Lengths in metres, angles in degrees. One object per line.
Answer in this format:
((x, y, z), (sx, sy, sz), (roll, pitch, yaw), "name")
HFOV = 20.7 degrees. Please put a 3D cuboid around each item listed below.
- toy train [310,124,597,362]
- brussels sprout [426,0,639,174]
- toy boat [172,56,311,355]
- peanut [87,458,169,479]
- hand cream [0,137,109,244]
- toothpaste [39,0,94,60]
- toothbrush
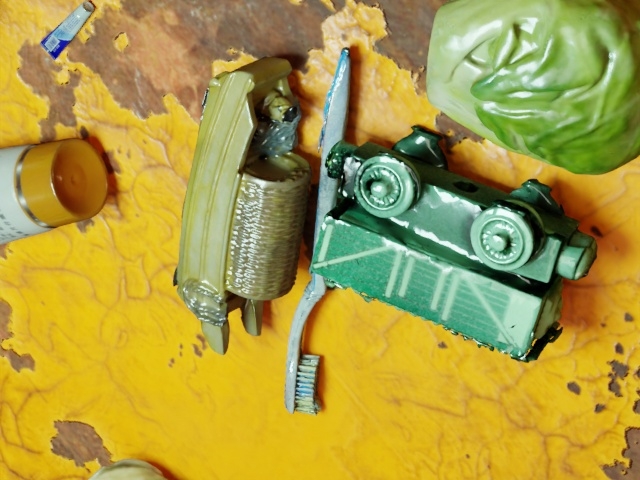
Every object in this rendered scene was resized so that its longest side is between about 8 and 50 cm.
((0.117, -0.001, 1.627), (0.269, 0.115, 0.154), (22, 116, 14), "toy train")
((0.203, -0.151, 1.492), (0.223, 0.161, 0.223), (20, 144, 15), "brussels sprout")
((-0.067, -0.030, 1.714), (0.115, 0.089, 0.310), (30, 123, 28), "toy boat")
((-0.169, 0.410, 1.941), (0.174, 0.158, 0.340), (-37, 96, 35), "peanut")
((-0.366, -0.035, 1.864), (0.314, 0.089, 0.140), (-7, 109, 33), "hand cream")
((-0.256, -0.213, 1.767), (0.024, 0.015, 0.083), (47, 130, -3), "toothpaste")
((0.000, 0.000, 1.734), (0.042, 0.035, 0.413), (7, 119, 0), "toothbrush")
